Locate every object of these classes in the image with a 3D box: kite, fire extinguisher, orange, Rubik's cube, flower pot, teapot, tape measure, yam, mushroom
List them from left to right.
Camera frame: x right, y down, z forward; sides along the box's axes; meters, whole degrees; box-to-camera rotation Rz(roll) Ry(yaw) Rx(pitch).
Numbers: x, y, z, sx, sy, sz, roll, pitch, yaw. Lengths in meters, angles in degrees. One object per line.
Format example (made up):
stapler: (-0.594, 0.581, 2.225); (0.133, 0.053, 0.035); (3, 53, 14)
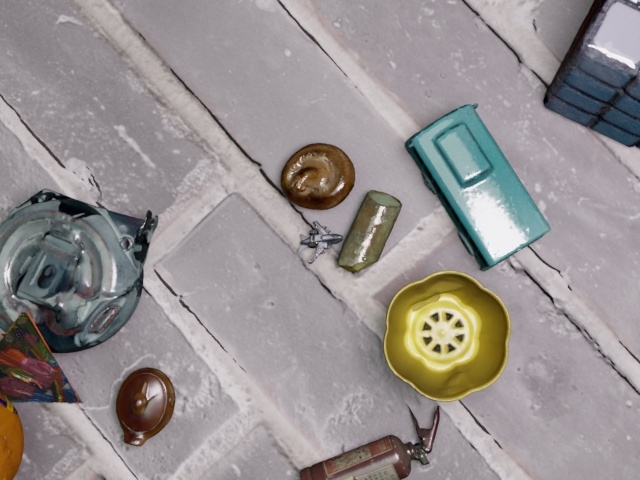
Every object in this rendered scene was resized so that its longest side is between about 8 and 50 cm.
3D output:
orange: (-0.597, 0.332, 1.483); (0.219, 0.193, 0.219); (-7, 102, -35)
kite: (-0.495, 0.222, 1.508); (0.234, 0.016, 0.321); (32, 132, -20)
tape measure: (-0.425, 0.050, 1.512); (0.256, 0.147, 0.275); (17, 87, 7)
teapot: (-0.295, 0.276, 1.517); (0.098, 0.078, 0.129); (15, 88, 6)
mushroom: (-0.005, -0.103, 1.514); (0.126, 0.085, 0.109); (19, 59, 21)
yam: (0.083, -0.013, 1.508); (0.070, 0.070, 0.146); (23, 89, 6)
fire extinguisher: (0.088, 0.346, 1.478); (0.252, 0.075, 0.106); (-23, 84, 4)
flower pot: (0.193, 0.148, 1.429); (0.195, 0.179, 0.195); (0, 85, 5)
Rubik's cube: (0.571, -0.308, 1.340); (0.337, 0.344, 0.343); (28, 90, 8)

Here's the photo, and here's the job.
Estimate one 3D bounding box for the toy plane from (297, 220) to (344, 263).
toy plane: (0.000, 0.000, 1.520); (0.083, 0.031, 0.078); (-11, 61, 30)

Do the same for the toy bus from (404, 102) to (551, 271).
toy bus: (0.247, -0.089, 1.457); (0.128, 0.147, 0.256); (-31, 85, 1)
